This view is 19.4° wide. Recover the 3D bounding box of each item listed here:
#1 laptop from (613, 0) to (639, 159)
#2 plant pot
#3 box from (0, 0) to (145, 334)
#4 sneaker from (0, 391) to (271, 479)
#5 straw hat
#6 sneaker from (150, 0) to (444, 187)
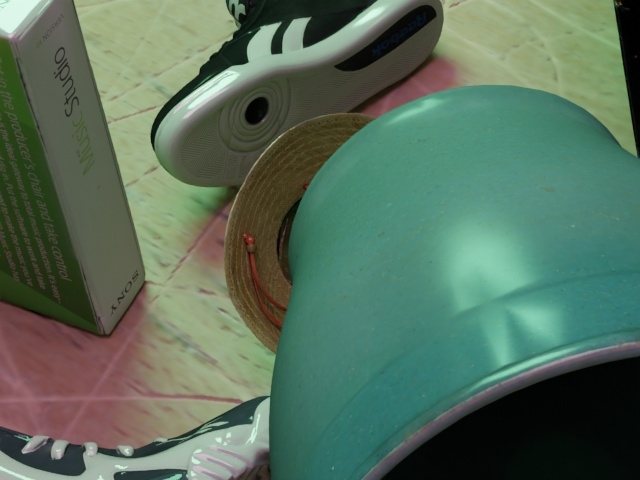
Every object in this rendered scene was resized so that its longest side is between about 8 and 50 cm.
[{"bbox_3d":[0.255,-0.172,1.081,0.234,0.264,0.136,-17,25,-8],"label":"laptop"},{"bbox_3d":[0.097,0.069,0.854,0.272,0.271,0.255,-12,38,-4],"label":"plant pot"},{"bbox_3d":[-0.260,-0.082,1.043,0.322,0.232,0.058,19,54,22],"label":"box"},{"bbox_3d":[-0.125,0.118,0.935,0.235,0.094,0.153,-39,62,-13],"label":"sneaker"},{"bbox_3d":[0.000,0.000,1.045,0.144,0.144,0.061,-32,12,-20],"label":"straw hat"},{"bbox_3d":[-0.040,-0.113,1.155,0.217,0.079,0.121,-31,47,-30],"label":"sneaker"}]
